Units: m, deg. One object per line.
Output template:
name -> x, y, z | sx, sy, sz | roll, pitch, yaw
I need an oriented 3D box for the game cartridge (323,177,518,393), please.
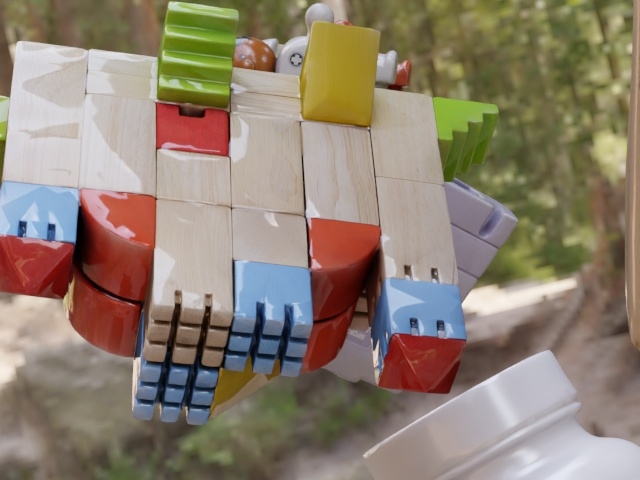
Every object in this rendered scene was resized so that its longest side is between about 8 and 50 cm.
game cartridge -> 0.000, 0.000, 1.819 | 0.355, 0.230, 0.068 | 26, 17, -37

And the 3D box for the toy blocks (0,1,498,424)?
toy blocks -> -0.066, 0.004, 1.234 | 0.381, 0.191, 0.261 | 7, 42, -10

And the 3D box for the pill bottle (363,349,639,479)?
pill bottle -> 0.205, 0.303, 1.483 | 0.229, 0.408, 0.229 | -28, -9, -5

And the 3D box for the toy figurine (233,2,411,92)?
toy figurine -> -0.010, -0.127, 1.484 | 0.148, 0.210, 0.213 | 8, -39, 5

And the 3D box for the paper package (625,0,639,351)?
paper package -> 0.229, -0.144, 0.890 | 0.168, 0.325, 0.309 | 1, 20, 10
